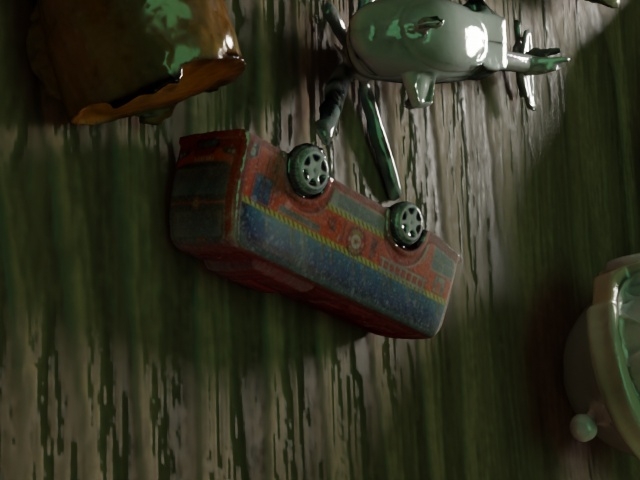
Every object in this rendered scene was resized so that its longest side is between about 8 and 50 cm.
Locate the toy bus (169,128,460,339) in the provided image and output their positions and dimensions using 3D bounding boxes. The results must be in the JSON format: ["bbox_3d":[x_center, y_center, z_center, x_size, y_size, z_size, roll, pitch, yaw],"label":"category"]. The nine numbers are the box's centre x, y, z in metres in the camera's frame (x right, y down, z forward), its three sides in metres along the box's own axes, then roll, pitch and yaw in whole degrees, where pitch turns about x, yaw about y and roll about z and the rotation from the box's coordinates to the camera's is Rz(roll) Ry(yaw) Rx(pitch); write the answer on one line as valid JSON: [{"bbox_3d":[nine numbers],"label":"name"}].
[{"bbox_3d":[0.000,0.000,0.721,0.192,0.065,0.077,26,69,-43],"label":"toy bus"}]

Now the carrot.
[{"bbox_3d":[-0.111,-0.187,0.618,0.102,0.102,0.263,-18,93,-50],"label":"carrot"}]

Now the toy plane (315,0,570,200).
[{"bbox_3d":[0.097,-0.112,0.830,0.273,0.107,0.182,23,69,-49],"label":"toy plane"}]

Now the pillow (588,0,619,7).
[{"bbox_3d":[0.171,-0.252,0.988,0.208,0.053,0.119,4,75,-45],"label":"pillow"}]

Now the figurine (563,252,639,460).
[{"bbox_3d":[0.261,0.079,0.940,0.237,0.141,0.162,-28,97,-48],"label":"figurine"}]
